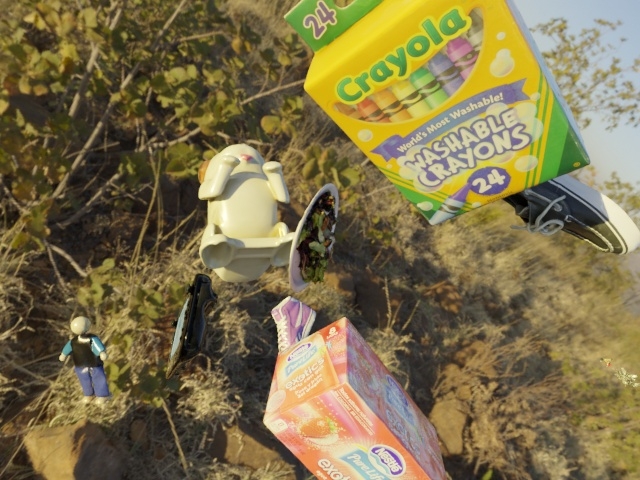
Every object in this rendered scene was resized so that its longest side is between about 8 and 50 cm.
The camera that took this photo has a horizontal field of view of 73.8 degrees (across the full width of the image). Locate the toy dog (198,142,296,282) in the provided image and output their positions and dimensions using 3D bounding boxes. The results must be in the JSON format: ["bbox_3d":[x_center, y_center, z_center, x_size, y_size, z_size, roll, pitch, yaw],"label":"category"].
[{"bbox_3d":[-0.227,-0.104,1.294,0.285,0.395,0.407,-5,64,-14],"label":"toy dog"}]

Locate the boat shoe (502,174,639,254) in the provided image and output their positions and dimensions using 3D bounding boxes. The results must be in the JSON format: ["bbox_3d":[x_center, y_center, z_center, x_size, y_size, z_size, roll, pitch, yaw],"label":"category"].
[{"bbox_3d":[0.368,-0.061,0.710,0.306,0.105,0.113,40,-2,4],"label":"boat shoe"}]

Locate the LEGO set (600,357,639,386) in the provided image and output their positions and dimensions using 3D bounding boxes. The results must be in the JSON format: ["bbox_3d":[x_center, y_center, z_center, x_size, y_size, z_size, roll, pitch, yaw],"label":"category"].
[{"bbox_3d":[0.601,0.270,0.857,0.083,0.023,0.054,34,-12,23],"label":"LEGO set"}]

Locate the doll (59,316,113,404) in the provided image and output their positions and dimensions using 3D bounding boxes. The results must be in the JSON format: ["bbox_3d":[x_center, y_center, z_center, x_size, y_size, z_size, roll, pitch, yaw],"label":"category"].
[{"bbox_3d":[-0.501,0.254,0.913,0.046,0.129,0.188,-38,124,-68],"label":"doll"}]

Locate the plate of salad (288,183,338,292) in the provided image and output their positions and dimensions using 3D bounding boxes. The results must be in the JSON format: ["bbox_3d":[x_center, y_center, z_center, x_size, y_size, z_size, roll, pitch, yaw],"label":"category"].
[{"bbox_3d":[0.000,0.000,0.740,0.048,0.199,0.200,20,25,17],"label":"plate of salad"}]

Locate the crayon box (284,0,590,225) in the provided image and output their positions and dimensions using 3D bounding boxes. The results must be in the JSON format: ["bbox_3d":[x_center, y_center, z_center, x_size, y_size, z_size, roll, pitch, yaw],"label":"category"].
[{"bbox_3d":[0.131,-0.166,0.479,0.323,0.203,0.083,40,44,-31],"label":"crayon box"}]

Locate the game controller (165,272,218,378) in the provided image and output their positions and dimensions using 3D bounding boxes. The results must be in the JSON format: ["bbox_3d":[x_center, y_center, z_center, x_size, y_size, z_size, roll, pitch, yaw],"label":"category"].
[{"bbox_3d":[-0.279,0.187,0.881,0.067,0.319,0.166,21,59,-14],"label":"game controller"}]

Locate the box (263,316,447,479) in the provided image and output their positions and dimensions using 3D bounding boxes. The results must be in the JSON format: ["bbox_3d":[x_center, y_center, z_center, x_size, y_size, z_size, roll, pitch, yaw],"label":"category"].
[{"bbox_3d":[0.065,0.294,0.676,0.300,0.142,0.154,53,17,-18],"label":"box"}]

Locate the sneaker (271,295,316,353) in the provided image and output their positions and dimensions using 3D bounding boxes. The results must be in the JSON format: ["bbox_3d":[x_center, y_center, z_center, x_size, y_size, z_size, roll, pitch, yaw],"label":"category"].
[{"bbox_3d":[-0.128,0.326,1.495,0.161,0.102,0.282,40,43,-23],"label":"sneaker"}]
